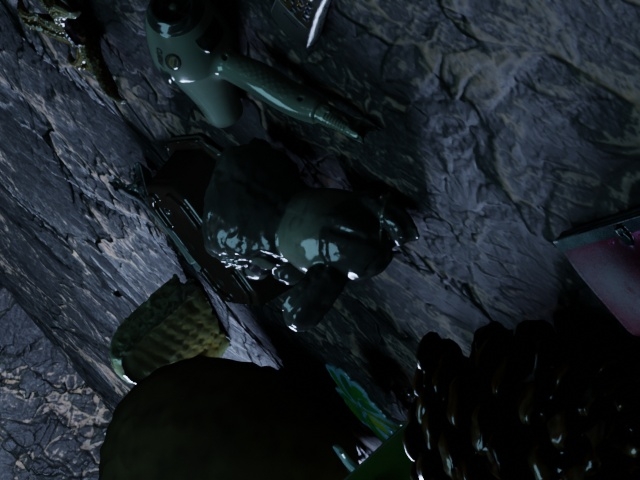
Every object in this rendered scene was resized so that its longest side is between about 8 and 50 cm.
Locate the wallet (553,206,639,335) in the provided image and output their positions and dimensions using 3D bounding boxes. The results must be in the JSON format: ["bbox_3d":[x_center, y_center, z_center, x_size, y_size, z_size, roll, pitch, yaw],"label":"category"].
[{"bbox_3d":[0.284,0.024,1.242,0.119,0.025,0.232,48,161,-6],"label":"wallet"}]

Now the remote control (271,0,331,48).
[{"bbox_3d":[-0.007,-0.233,1.343,0.059,0.028,0.212,49,160,6],"label":"remote control"}]

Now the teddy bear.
[{"bbox_3d":[-0.017,0.005,1.632,0.251,0.171,0.144,29,174,28],"label":"teddy bear"}]

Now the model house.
[{"bbox_3d":[0.081,0.336,1.954,0.357,0.242,0.313,55,162,-25],"label":"model house"}]

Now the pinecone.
[{"bbox_3d":[0.198,0.178,1.443,0.272,0.224,0.224,-11,122,44],"label":"pinecone"}]

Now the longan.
[{"bbox_3d":[-0.138,0.351,2.223,0.391,0.391,0.391,40,159,19],"label":"longan"}]

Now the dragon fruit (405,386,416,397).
[{"bbox_3d":[0.164,0.217,1.720,0.142,0.121,0.130,-146,59,-80],"label":"dragon fruit"}]

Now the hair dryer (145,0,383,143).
[{"bbox_3d":[-0.067,-0.146,1.587,0.267,0.092,0.229,35,167,3],"label":"hair dryer"}]

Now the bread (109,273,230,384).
[{"bbox_3d":[-0.232,0.135,2.331,0.064,0.232,0.172,26,108,36],"label":"bread"}]

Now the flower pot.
[{"bbox_3d":[-0.127,-0.011,1.927,0.251,0.084,0.179,53,160,-19],"label":"flower pot"}]

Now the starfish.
[{"bbox_3d":[-0.299,-0.245,1.882,0.238,0.057,0.213,44,168,19],"label":"starfish"}]

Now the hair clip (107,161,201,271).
[{"bbox_3d":[-0.200,-0.016,2.059,0.220,0.054,0.140,48,177,22],"label":"hair clip"}]
